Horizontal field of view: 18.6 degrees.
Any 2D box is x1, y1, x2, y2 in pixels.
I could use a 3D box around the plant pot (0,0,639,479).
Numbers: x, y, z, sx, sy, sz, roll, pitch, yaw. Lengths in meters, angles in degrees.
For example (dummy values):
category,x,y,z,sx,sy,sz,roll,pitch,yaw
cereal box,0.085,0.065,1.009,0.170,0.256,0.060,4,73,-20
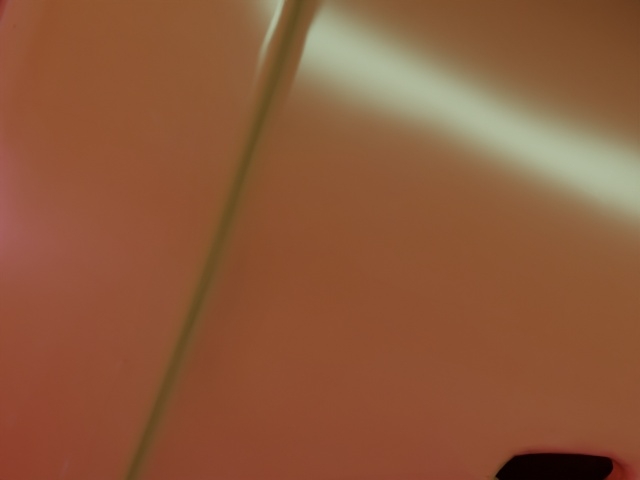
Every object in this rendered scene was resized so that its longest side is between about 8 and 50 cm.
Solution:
category,x,y,z,sx,sy,sz,roll,pitch,yaw
plant pot,0.000,0.000,0.561,0.203,0.291,0.291,20,110,-8
